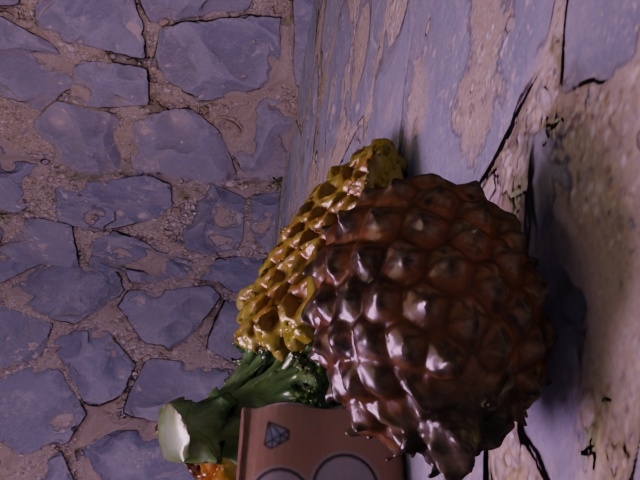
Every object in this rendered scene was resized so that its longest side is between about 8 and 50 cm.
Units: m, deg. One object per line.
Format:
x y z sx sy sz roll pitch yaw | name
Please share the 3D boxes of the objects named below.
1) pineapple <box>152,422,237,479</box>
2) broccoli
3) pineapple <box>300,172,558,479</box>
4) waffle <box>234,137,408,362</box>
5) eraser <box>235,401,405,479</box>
-0.137 0.390 1.191 0.344 0.286 0.209 -101 19 -69 | pineapple
-0.066 0.218 0.914 0.270 0.270 0.270 0 90 56 | broccoli
0.066 0.059 0.447 0.193 0.166 0.166 -94 13 -46 | pineapple
0.003 0.002 0.857 0.312 0.060 0.307 -56 16 -9 | waffle
0.000 0.305 0.689 0.087 0.171 0.290 93 178 -53 | eraser
